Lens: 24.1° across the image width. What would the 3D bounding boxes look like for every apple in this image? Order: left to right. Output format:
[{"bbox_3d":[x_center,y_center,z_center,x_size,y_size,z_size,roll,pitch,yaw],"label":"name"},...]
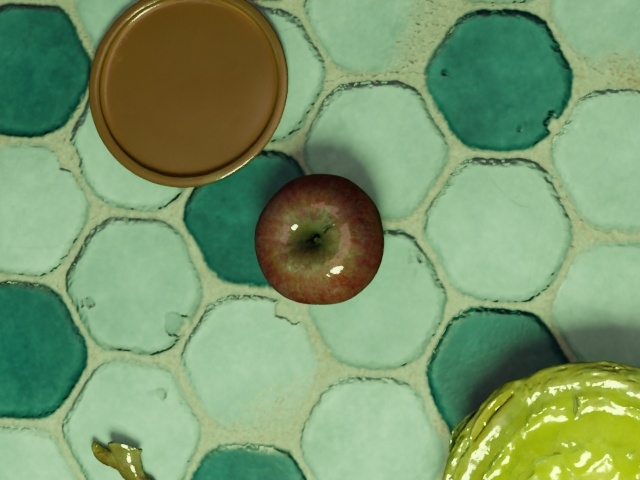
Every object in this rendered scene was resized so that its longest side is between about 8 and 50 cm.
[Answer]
[{"bbox_3d":[0.000,0.000,1.713,0.153,0.120,0.153,-1,87,16],"label":"apple"}]

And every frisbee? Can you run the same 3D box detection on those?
[{"bbox_3d":[-0.160,-0.187,1.813,0.251,0.021,0.251,-1,85,12],"label":"frisbee"}]

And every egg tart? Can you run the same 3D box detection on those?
[{"bbox_3d":[0.288,0.301,1.618,0.345,0.132,0.345,-1,85,11],"label":"egg tart"}]

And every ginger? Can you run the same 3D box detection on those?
[{"bbox_3d":[-0.228,0.260,1.778,0.097,0.030,0.048,34,119,15],"label":"ginger"}]
